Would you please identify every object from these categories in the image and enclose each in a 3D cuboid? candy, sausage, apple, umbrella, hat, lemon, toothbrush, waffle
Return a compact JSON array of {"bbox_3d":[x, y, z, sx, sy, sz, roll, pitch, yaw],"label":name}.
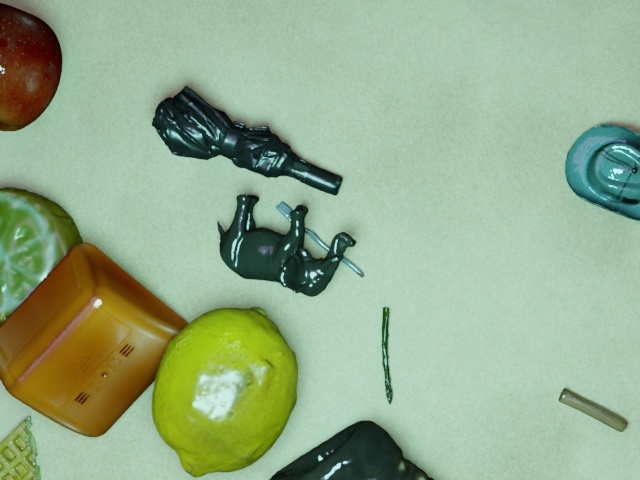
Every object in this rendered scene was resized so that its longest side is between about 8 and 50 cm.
[{"bbox_3d":[-0.529,0.037,1.824,0.259,0.118,0.260,0,89,3],"label":"candy"},{"bbox_3d":[0.446,0.279,1.744,0.116,0.026,0.026,27,89,7],"label":"sausage"},{"bbox_3d":[-0.548,-0.294,1.800,0.218,0.218,0.201,9,84,7],"label":"apple"},{"bbox_3d":[-0.123,-0.155,1.809,0.340,0.118,0.118,23,89,-2],"label":"umbrella"},{"bbox_3d":[0.496,-0.112,1.738,0.190,0.078,0.138,26,88,8],"label":"hat"},{"bbox_3d":[-0.154,0.241,1.715,0.233,0.233,0.288,17,77,7],"label":"lemon"},{"bbox_3d":[0.000,0.000,1.819,0.193,0.013,0.019,40,83,8],"label":"toothbrush"},{"bbox_3d":[-0.486,0.416,1.840,0.125,0.032,0.191,-43,85,0],"label":"waffle"}]

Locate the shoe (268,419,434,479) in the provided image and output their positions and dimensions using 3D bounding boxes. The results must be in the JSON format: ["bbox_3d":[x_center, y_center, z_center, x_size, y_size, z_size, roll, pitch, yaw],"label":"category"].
[{"bbox_3d":[0.000,0.469,1.707,0.237,0.171,0.384,44,93,5],"label":"shoe"}]

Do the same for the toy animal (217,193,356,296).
[{"bbox_3d":[-0.059,0.009,1.779,0.245,0.114,0.146,12,93,32],"label":"toy animal"}]

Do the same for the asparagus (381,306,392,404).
[{"bbox_3d":[0.111,0.194,1.791,0.016,0.016,0.163,-1,85,-12],"label":"asparagus"}]

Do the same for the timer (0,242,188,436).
[{"bbox_3d":[-0.371,0.185,1.758,0.257,0.161,0.250,-47,126,1],"label":"timer"}]
